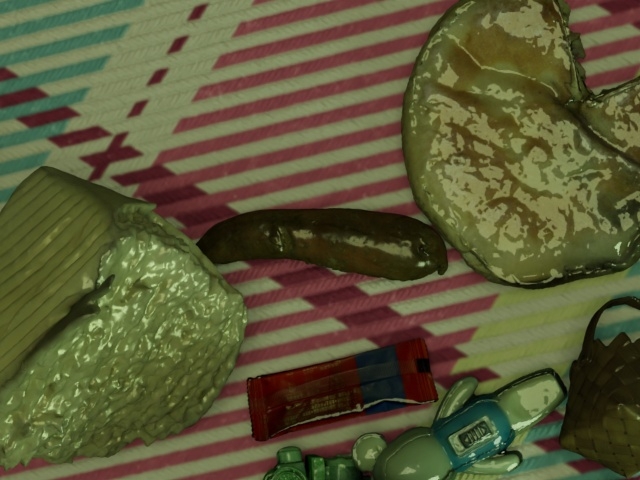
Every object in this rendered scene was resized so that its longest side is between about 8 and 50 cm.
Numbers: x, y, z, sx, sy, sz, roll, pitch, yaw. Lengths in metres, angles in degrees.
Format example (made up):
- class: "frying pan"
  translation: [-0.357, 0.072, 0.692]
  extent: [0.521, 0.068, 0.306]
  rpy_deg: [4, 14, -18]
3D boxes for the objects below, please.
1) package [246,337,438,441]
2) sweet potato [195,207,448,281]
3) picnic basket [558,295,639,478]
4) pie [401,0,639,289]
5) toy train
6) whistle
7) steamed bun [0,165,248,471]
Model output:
- class: "package"
  translation: [0.021, 0.159, 1.468]
  extent: [0.200, 0.022, 0.083]
  rpy_deg: [-13, 52, 4]
- class: "sweet potato"
  translation: [0.000, 0.000, 1.470]
  extent: [0.273, 0.075, 0.075]
  rpy_deg: [4, 88, 7]
- class: "picnic basket"
  translation: [0.324, 0.136, 1.410]
  extent: [0.128, 0.138, 0.178]
  rpy_deg: [32, 56, -8]
- class: "pie"
  translation: [0.232, -0.108, 1.456]
  extent: [0.338, 0.075, 0.337]
  rpy_deg: [0, 92, 6]
- class: "toy train"
  translation: [0.000, 0.342, 1.451]
  extent: [0.119, 0.085, 0.251]
  rpy_deg: [-1, 85, -9]
- class: "whistle"
  translation: [0.150, 0.206, 1.448]
  extent: [0.236, 0.077, 0.114]
  rpy_deg: [-30, 81, -4]
- class: "steamed bun"
  translation: [-0.234, 0.097, 1.416]
  extent: [0.290, 0.272, 0.273]
  rpy_deg: [-44, 43, 2]
